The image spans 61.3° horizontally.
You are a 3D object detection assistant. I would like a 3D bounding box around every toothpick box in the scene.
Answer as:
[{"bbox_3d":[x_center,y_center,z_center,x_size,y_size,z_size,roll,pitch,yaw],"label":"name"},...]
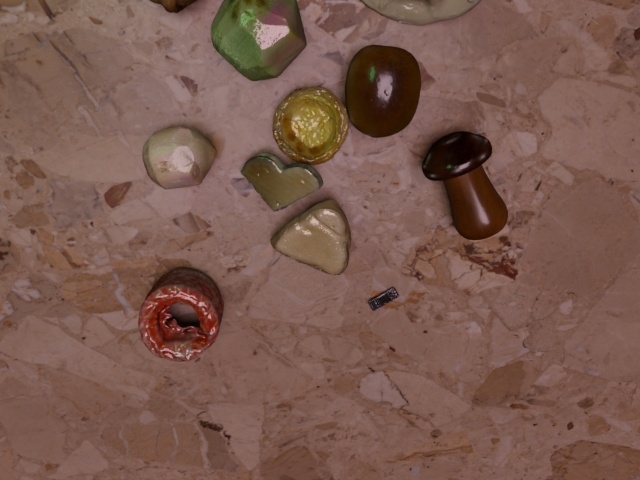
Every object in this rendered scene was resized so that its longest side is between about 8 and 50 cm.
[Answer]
[{"bbox_3d":[0.407,-0.156,1.496,0.192,0.192,0.294,-29,113,4],"label":"toothpick box"}]

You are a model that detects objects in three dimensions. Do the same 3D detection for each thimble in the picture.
[{"bbox_3d":[-0.397,0.214,1.546,0.239,0.162,0.239,-1,107,-5],"label":"thimble"}]

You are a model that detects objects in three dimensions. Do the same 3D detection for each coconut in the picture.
[{"bbox_3d":[-0.362,-0.216,1.412,0.183,0.171,0.171,-9,108,6],"label":"coconut"},{"bbox_3d":[-0.140,-0.515,1.322,0.236,0.236,0.204,-52,139,11],"label":"coconut"}]

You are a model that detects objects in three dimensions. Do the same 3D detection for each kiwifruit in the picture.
[{"bbox_3d":[0.158,-0.381,1.397,0.196,0.196,0.234,7,113,-7],"label":"kiwifruit"}]

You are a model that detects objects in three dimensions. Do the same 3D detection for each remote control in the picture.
[{"bbox_3d":[0.194,0.180,1.666,0.096,0.014,0.039,-30,108,3],"label":"remote control"}]

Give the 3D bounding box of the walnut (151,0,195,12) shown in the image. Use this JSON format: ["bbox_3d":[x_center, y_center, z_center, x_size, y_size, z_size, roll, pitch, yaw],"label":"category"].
[{"bbox_3d":[-0.352,-0.621,1.278,0.155,0.184,0.155,-1,113,-2],"label":"walnut"}]

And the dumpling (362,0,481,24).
[{"bbox_3d":[0.221,-0.697,1.326,0.315,0.233,0.395,-28,126,37],"label":"dumpling"}]

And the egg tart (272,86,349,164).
[{"bbox_3d":[-0.025,-0.306,1.443,0.212,0.090,0.213,3,110,8],"label":"egg tart"}]

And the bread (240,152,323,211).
[{"bbox_3d":[-0.102,-0.155,1.489,0.232,0.064,0.172,14,125,11],"label":"bread"}]

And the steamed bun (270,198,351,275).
[{"bbox_3d":[0.004,-0.025,1.535,0.231,0.110,0.212,26,121,-15],"label":"steamed bun"}]
